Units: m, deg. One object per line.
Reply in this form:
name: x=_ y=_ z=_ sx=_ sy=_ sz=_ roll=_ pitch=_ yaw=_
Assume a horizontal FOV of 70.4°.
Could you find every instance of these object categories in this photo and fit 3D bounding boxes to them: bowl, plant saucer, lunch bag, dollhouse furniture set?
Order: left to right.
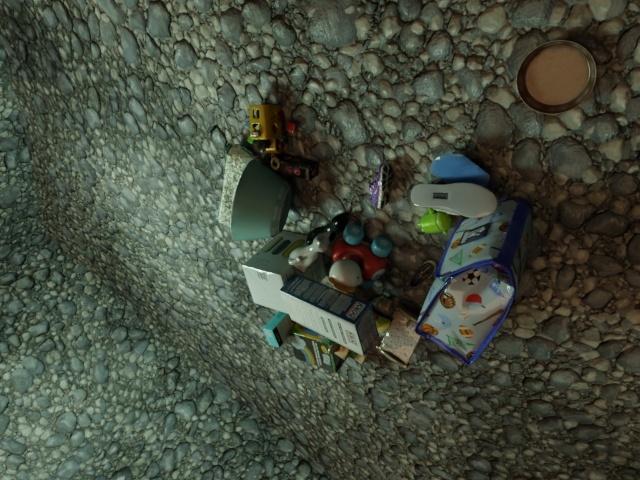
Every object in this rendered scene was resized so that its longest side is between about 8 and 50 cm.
bowl: x=-0.207 y=-0.130 z=1.698 sx=0.162 sy=0.312 sz=0.312 roll=15 pitch=133 yaw=4
dollhouse furniture set: x=0.241 y=0.398 z=1.701 sx=0.355 sy=0.173 sz=0.304 roll=30 pitch=103 yaw=25
lunch bag: x=0.453 y=0.095 z=1.292 sx=0.238 sy=0.328 sz=0.386 roll=28 pitch=137 yaw=12
plant saucer: x=0.548 y=-0.380 z=1.057 sx=0.168 sy=0.029 sz=0.169 roll=21 pitch=134 yaw=24

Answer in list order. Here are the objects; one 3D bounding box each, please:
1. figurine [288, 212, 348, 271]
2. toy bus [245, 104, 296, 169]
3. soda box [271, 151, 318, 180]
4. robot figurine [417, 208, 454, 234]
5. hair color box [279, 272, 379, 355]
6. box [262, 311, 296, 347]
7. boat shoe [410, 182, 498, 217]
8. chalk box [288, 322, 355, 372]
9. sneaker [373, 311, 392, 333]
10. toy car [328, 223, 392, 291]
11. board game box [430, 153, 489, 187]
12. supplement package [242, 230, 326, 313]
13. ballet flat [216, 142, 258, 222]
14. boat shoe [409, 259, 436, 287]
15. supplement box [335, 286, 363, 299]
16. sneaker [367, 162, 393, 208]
figurine: x=0.000 y=0.000 z=1.664 sx=0.092 sy=0.215 sz=0.209 roll=45 pitch=137 yaw=-3
toy bus: x=-0.194 y=-0.375 z=1.571 sx=0.202 sy=0.104 sz=0.191 roll=52 pitch=124 yaw=14
soda box: x=-0.092 y=-0.268 z=1.638 sx=0.168 sy=0.060 sz=0.053 roll=21 pitch=132 yaw=27
robot figurine: x=0.364 y=-0.059 z=1.427 sx=0.115 sy=0.067 sz=0.101 roll=-12 pitch=124 yaw=50
hair color box: x=0.028 y=0.256 z=1.616 sx=0.347 sy=0.105 sz=0.174 roll=20 pitch=142 yaw=37
box: x=-0.151 y=0.360 z=2.045 sx=0.060 sy=0.244 sz=0.101 roll=3 pitch=124 yaw=36
boat shoe: x=0.398 y=-0.117 z=1.329 sx=0.267 sy=0.088 sz=0.097 roll=7 pitch=93 yaw=43
chalk box: x=0.035 y=0.447 z=2.019 sx=0.288 sy=0.179 sz=0.181 roll=10 pitch=127 yaw=32
sneaker: x=0.194 y=0.315 z=1.858 sx=0.208 sy=0.081 sz=0.094 roll=6 pitch=120 yaw=34
toy car: x=0.119 y=0.112 z=1.616 sx=0.210 sy=0.238 sz=0.219 roll=24 pitch=134 yaw=4
board game box: x=0.403 y=-0.203 z=1.302 sx=0.168 sy=0.033 sz=0.133 roll=31 pitch=155 yaw=-16
supplement package: x=-0.139 y=0.122 z=1.832 sx=0.199 sy=0.262 sz=0.198 roll=11 pitch=128 yaw=33
ballet flat: x=-0.337 y=-0.202 z=1.837 sx=0.146 sy=0.147 sz=0.409 roll=35 pitch=138 yaw=12
boat shoe: x=0.360 y=0.121 z=1.597 sx=0.049 sy=0.040 sz=0.142 roll=39 pitch=138 yaw=7
supplement box: x=0.073 y=0.251 z=1.907 sx=0.078 sy=0.080 sz=0.233 roll=49 pitch=140 yaw=-6
sneaker: x=0.188 y=-0.179 z=1.481 sx=0.071 sy=0.068 sz=0.170 roll=30 pitch=137 yaw=25
